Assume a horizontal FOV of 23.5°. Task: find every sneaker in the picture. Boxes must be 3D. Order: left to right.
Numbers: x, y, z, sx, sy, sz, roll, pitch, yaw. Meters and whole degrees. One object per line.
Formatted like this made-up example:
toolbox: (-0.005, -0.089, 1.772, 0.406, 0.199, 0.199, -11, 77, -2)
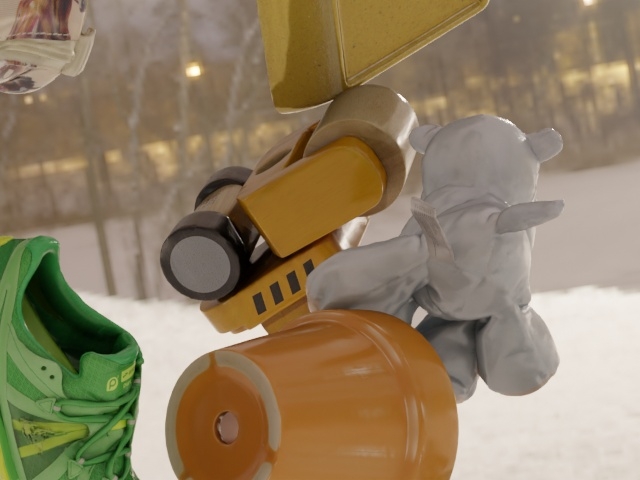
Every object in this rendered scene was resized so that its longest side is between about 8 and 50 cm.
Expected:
sneaker: (-0.185, 0.131, 1.160, 0.123, 0.295, 0.109, -23, 9, 26)

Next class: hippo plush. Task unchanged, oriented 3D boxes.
hippo plush: (0.112, -0.011, 1.462, 0.234, 0.294, 0.236, 0, 47, 8)

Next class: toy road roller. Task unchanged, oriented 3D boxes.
toy road roller: (0.000, 0.000, 1.774, 0.329, 0.240, 0.202, -32, 14, 22)

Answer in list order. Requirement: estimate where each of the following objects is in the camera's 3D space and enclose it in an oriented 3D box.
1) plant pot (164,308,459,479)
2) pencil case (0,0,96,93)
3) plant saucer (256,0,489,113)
plant pot: (-0.020, 0.156, 1.287, 0.205, 0.205, 0.188, -6, -8, 38)
pencil case: (-0.330, -0.169, 1.150, 0.160, 0.183, 0.410, -48, -10, 23)
plant saucer: (0.080, -0.324, 1.763, 0.333, 0.333, 0.081, -34, 52, -22)
